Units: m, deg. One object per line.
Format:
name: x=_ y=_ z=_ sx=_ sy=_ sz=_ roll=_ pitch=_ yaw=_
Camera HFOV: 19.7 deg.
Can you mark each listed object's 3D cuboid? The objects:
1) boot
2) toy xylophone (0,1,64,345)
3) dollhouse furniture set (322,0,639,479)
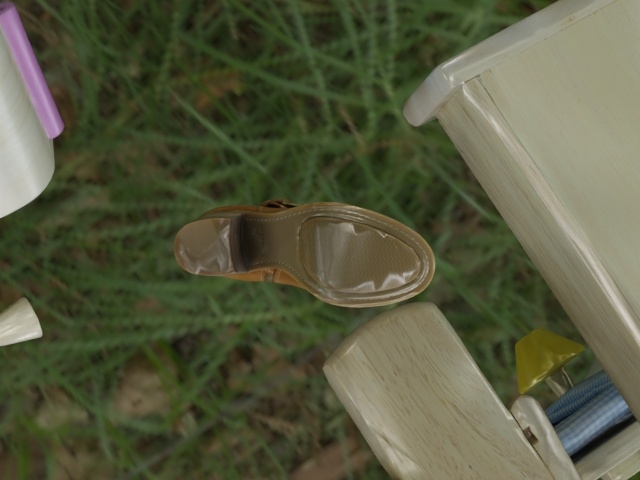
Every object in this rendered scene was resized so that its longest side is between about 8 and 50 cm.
boot: x=0.000 y=0.000 z=1.376 sx=0.197 sy=0.152 sz=0.073 roll=8 pitch=96 yaw=13
toy xylophone: x=-0.303 y=-0.011 z=1.138 sx=0.322 sy=0.081 sz=0.236 roll=-19 pitch=119 yaw=-17
dollhouse furniture set: x=0.069 y=0.055 z=0.864 sx=0.286 sy=0.303 sz=0.198 roll=-29 pitch=81 yaw=-26
